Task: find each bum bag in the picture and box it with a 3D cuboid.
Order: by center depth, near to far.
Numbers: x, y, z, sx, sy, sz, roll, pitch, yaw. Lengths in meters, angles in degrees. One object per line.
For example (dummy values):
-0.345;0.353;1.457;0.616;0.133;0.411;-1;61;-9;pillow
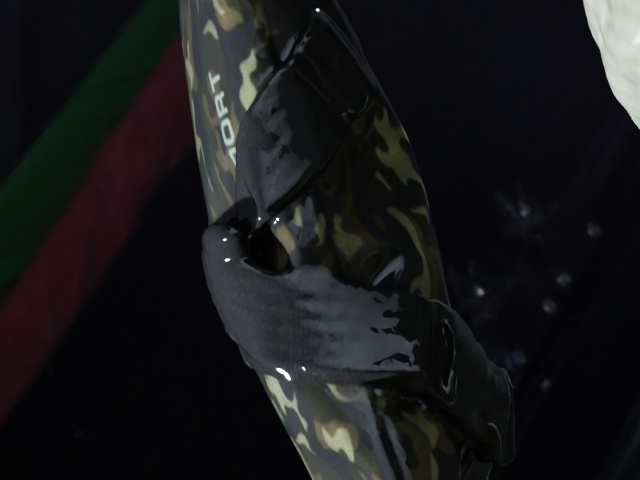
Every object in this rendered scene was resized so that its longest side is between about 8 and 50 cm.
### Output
0.000;0.000;0.416;0.069;0.248;0.102;-23;173;12;bum bag

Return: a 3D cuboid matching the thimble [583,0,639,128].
0.182;-0.126;0.479;0.219;0.219;0.150;-22;-109;30;thimble
